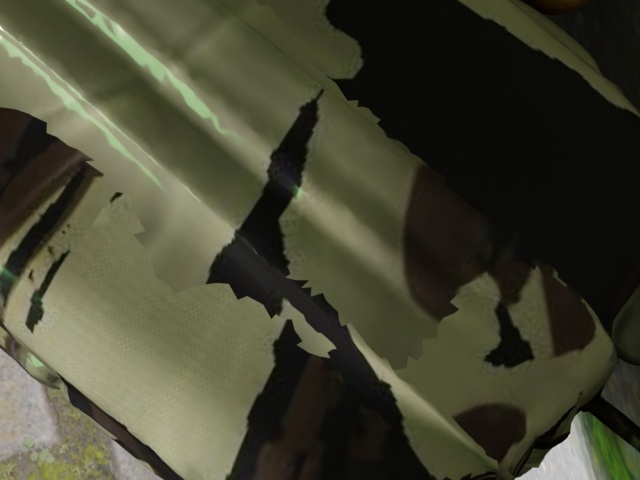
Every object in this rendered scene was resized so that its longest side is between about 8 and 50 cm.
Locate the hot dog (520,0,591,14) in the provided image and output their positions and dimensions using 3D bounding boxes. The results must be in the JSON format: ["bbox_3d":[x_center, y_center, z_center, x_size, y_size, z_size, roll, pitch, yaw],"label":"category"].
[{"bbox_3d":[0.061,-0.113,0.608,0.165,0.045,0.071,-133,29,-76],"label":"hot dog"}]

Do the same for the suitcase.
[{"bbox_3d":[0.000,0.000,0.611,0.339,0.194,0.351,40,174,10],"label":"suitcase"}]
